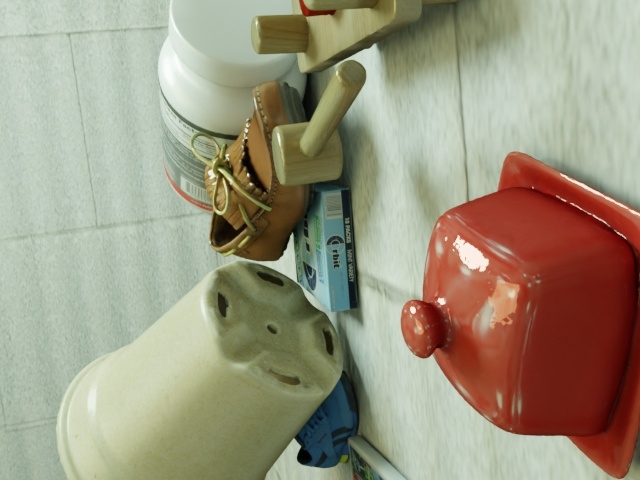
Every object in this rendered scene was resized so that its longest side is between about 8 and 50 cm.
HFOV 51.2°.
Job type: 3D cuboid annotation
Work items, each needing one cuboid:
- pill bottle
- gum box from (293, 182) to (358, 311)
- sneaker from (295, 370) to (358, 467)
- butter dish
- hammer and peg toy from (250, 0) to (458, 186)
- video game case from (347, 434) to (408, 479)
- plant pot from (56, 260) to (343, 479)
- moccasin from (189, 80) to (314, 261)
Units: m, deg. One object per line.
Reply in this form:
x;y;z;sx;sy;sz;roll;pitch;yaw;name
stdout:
-0.132;-0.207;0.995;0.363;0.210;0.210;112;147;-61;pill bottle
0.000;0.000;0.928;0.184;0.041;0.157;-148;52;-72;gum box
0.004;0.272;0.980;0.069;0.082;0.209;-109;20;-44;sneaker
0.105;0.044;0.399;0.160;0.118;0.160;-125;30;-62;butter dish
0.021;-0.232;0.564;0.266;0.127;0.361;-167;70;-72;hammer and peg toy
0.083;0.363;0.842;0.201;0.023;0.184;-178;81;-76;video game case
-0.145;0.204;0.937;0.305;0.333;0.334;-49;42;28;plant pot
-0.097;-0.076;0.891;0.380;0.147;0.139;126;137;-68;moccasin
